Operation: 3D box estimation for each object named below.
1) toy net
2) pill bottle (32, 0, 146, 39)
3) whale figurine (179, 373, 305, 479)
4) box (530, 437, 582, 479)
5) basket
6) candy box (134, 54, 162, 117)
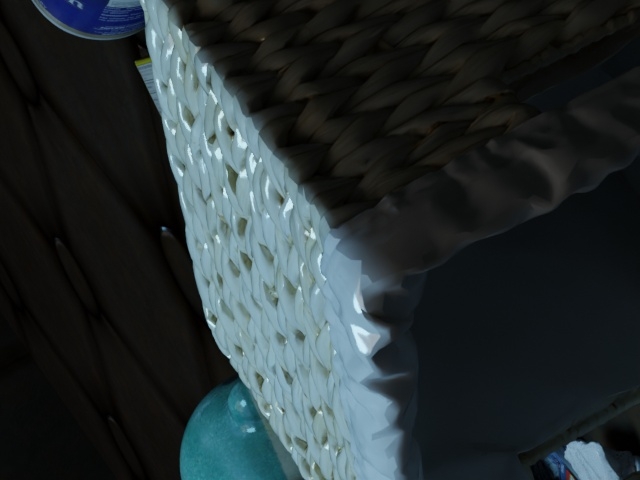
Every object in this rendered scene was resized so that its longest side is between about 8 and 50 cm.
[{"bbox_3d":[0.264,0.215,1.417,0.232,0.045,0.122,40,155,53],"label":"toy net"},{"bbox_3d":[-0.178,-0.281,1.711,0.153,0.153,0.265,61,162,1],"label":"pill bottle"},{"bbox_3d":[-0.048,0.225,1.722,0.272,0.141,0.216,-116,4,-68],"label":"whale figurine"},{"bbox_3d":[0.200,0.202,1.599,0.094,0.027,0.137,51,161,36],"label":"box"},{"bbox_3d":[0.107,-0.024,1.009,0.266,0.328,0.331,51,161,36],"label":"basket"},{"bbox_3d":[-0.136,-0.150,2.007,0.105,0.027,0.206,67,162,-10],"label":"candy box"}]
